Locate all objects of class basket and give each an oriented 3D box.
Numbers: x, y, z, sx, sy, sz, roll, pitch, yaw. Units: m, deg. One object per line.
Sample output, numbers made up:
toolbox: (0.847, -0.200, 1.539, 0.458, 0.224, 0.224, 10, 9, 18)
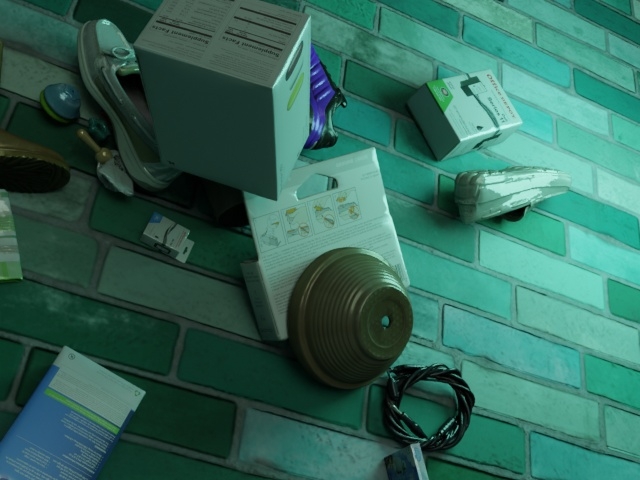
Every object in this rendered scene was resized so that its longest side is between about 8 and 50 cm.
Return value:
basket: (-0.144, -0.151, 1.425, 0.204, 0.154, 0.227, -9, 72, -20)

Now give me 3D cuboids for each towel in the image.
towel: (-0.506, -0.006, 1.222, 0.113, 0.023, 0.152, -7, 67, -30)

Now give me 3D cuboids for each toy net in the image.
toy net: (-0.369, -0.165, 1.378, 0.232, 0.045, 0.122, 60, 25, 9)

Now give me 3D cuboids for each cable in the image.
cable: (0.194, 0.287, 1.426, 0.184, 0.047, 0.151, 8, 60, -26)

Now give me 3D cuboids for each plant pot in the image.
plant pot: (0.072, 0.130, 1.349, 0.237, 0.109, 0.238, -1, 92, -36)

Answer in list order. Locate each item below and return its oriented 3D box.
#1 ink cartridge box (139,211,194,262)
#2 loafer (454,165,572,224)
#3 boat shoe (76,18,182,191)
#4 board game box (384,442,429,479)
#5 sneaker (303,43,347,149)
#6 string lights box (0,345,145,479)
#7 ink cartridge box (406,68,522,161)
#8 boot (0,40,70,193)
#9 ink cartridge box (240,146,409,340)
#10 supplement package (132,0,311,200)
ink cartridge box: (-0.247, -0.005, 1.359, 0.083, 0.028, 0.048, 29, 54, -13)
loafer: (0.402, -0.096, 1.730, 0.319, 0.112, 0.112, -7, 103, -32)
boat shoe: (-0.308, -0.240, 1.390, 0.118, 0.103, 0.321, -1, 64, -57)
board game box: (0.139, 0.378, 1.317, 0.020, 0.090, 0.090, 0, 63, -28)
sneaker: (-0.023, -0.300, 1.611, 0.146, 0.102, 0.294, 9, 65, -29)
string lights box: (-0.358, 0.287, 1.105, 0.133, 0.077, 0.260, 33, 53, -8)
ink cartridge box: (0.310, -0.272, 1.776, 0.208, 0.087, 0.153, -19, 75, -36)
boot: (-0.512, -0.218, 1.298, 0.236, 0.089, 0.270, 10, 54, -34)
ink cartridge box: (0.000, 0.000, 1.411, 0.296, 0.066, 0.261, -19, 97, -35)
supplement package: (-0.131, -0.212, 1.211, 0.203, 0.262, 0.145, 18, 60, 10)
